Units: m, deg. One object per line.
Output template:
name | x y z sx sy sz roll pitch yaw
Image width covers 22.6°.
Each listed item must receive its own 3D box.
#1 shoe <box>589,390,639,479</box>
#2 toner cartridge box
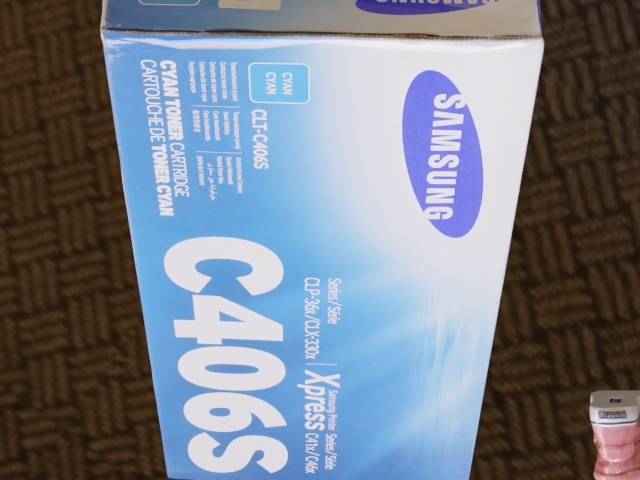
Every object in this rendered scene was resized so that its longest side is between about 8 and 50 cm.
shoe | 0.304 0.198 1.624 0.063 0.178 0.081 -2 91 16
toner cartridge box | 0.000 0.000 0.733 0.165 0.348 0.075 0 54 0
